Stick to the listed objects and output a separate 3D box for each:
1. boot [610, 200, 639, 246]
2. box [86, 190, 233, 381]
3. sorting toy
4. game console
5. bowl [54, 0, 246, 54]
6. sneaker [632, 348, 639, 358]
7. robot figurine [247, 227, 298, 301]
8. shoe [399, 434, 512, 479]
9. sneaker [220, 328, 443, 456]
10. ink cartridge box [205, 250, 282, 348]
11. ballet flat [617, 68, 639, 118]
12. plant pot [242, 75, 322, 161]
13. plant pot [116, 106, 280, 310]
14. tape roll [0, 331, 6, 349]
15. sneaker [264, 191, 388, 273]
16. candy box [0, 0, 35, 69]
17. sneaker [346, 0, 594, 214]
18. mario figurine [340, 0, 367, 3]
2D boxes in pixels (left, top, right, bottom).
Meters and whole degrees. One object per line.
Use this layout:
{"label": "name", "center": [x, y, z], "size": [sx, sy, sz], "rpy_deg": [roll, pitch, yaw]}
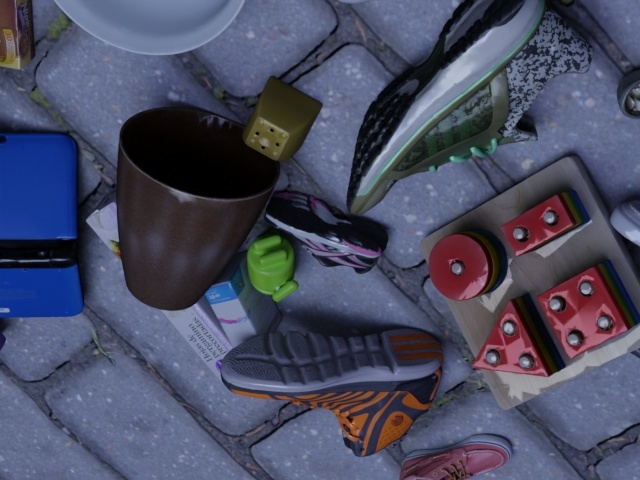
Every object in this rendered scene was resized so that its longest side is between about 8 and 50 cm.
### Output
{"label": "boot", "center": [0.503, -0.024, 1.682], "size": [0.258, 0.095, 0.123], "rpy_deg": [20, 118, -4]}
{"label": "box", "center": [-0.213, 0.064, 1.974], "size": [0.063, 0.067, 0.324], "rpy_deg": [-29, 109, 31]}
{"label": "sorting toy", "center": [0.269, 0.063, 1.738], "size": [0.255, 0.089, 0.257], "rpy_deg": [-31, 81, 31]}
{"label": "game console", "center": [-0.497, -0.017, 1.976], "size": [0.293, 0.173, 0.250], "rpy_deg": [0, 147, -4]}
{"label": "bowl", "center": [-0.202, -0.389, 1.656], "size": [0.297, 0.134, 0.298], "rpy_deg": [9, 123, 14]}
{"label": "sneaker", "center": [0.522, 0.128, 1.764], "size": [0.340, 0.125, 0.140], "rpy_deg": [24, 97, 7]}
{"label": "robot figurine", "center": [-0.069, 0.034, 1.894], "size": [0.067, 0.101, 0.115], "rpy_deg": [-19, 155, -10]}
{"label": "shoe", "center": [0.197, 0.345, 2.000], "size": [0.178, 0.081, 0.063], "rpy_deg": [-15, 114, 25]}
{"label": "sneaker", "center": [0.015, 0.230, 1.920], "size": [0.321, 0.125, 0.180], "rpy_deg": [0, 125, -9]}
{"label": "ink cartridge box", "center": [-0.112, 0.092, 1.943], "size": [0.052, 0.088, 0.122], "rpy_deg": [-16, 114, 25]}
{"label": "ballet flat", "center": [0.462, -0.173, 1.609], "size": [0.213, 0.068, 0.072], "rpy_deg": [-2, 119, 19]}
{"label": "plant pot", "center": [-0.059, -0.152, 1.782], "size": [0.081, 0.083, 0.081], "rpy_deg": [30, 125, 0]}
{"label": "plant pot", "center": [-0.187, -0.025, 1.817], "size": [0.215, 0.215, 0.230], "rpy_deg": [22, 123, 5]}
{"label": "tape roll", "center": [-0.588, 0.184, 2.095], "size": [0.189, 0.189, 0.080], "rpy_deg": [-28, 107, 30]}
{"label": "sneaker", "center": [0.000, 0.000, 1.867], "size": [0.178, 0.072, 0.077], "rpy_deg": [25, 135, 9]}
{"label": "candy box", "center": [-0.489, -0.307, 1.849], "size": [0.186, 0.053, 0.109], "rpy_deg": [10, 122, 10]}
{"label": "sneaker", "center": [0.181, -0.145, 1.682], "size": [0.182, 0.158, 0.410], "rpy_deg": [31, 129, -17]}
{"label": "mario figurine", "center": [0.117, -0.362, 1.528], "size": [0.320, 0.198, 0.170], "rpy_deg": [7, 116, 23]}
